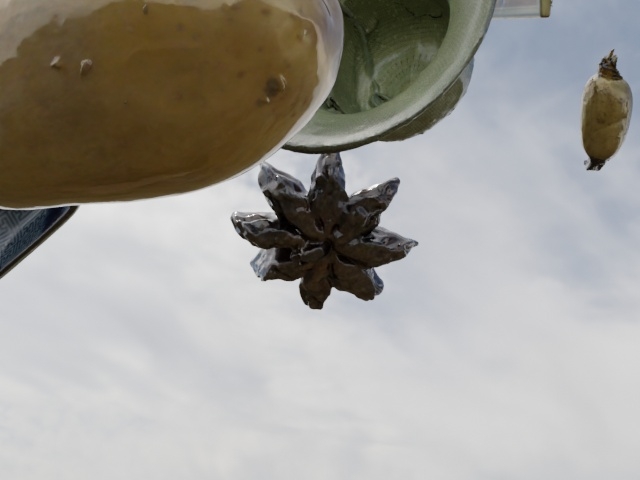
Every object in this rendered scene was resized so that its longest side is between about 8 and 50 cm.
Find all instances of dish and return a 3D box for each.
[{"bbox_3d":[-0.400,-0.084,1.327,0.182,0.243,0.080,-38,-11,16],"label":"dish"}]

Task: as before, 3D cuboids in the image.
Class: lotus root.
[{"bbox_3d":[0.348,-0.158,1.313,0.063,0.151,0.072,7,16,19],"label":"lotus root"}]

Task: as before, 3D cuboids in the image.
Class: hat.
[{"bbox_3d":[0.058,-0.161,0.942,0.257,0.257,0.130,-3,-26,31],"label":"hat"}]

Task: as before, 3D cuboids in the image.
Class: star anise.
[{"bbox_3d":[-0.001,0.000,1.405,0.236,0.109,0.223,-12,-60,16],"label":"star anise"}]

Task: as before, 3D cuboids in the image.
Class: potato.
[{"bbox_3d":[-0.076,-0.070,0.416,0.178,0.118,0.109,-14,-14,21],"label":"potato"}]

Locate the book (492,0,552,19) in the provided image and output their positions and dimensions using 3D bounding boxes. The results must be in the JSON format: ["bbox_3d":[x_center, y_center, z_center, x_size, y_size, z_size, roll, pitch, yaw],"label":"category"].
[{"bbox_3d":[0.187,-0.324,1.160,0.018,0.170,0.242,-8,12,-13],"label":"book"}]
